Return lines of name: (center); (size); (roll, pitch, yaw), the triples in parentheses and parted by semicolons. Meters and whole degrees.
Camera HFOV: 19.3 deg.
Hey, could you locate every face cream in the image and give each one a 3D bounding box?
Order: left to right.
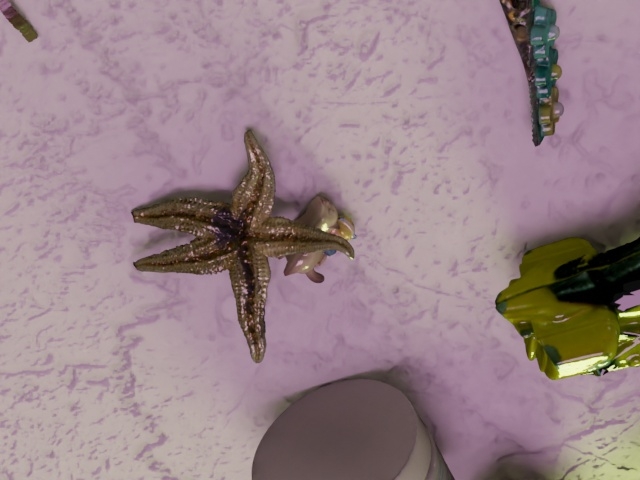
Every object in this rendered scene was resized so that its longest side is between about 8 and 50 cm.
face cream: (0.040, 0.249, 1.836); (0.177, 0.177, 0.153); (-17, 130, 14)

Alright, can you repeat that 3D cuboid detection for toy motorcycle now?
toy motorcycle: (0.322, 0.013, 1.660); (0.342, 0.142, 0.206); (-26, 124, 18)

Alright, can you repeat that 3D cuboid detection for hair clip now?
hair clip: (0.183, -0.148, 1.585); (0.049, 0.049, 0.173); (-10, 128, 8)

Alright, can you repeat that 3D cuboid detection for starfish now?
starfish: (-0.071, 0.006, 1.691); (0.223, 0.050, 0.217); (4, 101, 26)

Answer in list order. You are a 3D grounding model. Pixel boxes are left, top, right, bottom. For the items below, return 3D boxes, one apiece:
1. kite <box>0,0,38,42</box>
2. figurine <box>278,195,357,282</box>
kite: (-0.350, -0.254, 1.519); (0.169, 0.015, 0.310); (-30, 123, 22)
figurine: (0.000, 0.000, 1.718); (0.050, 0.047, 0.083); (17, 123, -33)
